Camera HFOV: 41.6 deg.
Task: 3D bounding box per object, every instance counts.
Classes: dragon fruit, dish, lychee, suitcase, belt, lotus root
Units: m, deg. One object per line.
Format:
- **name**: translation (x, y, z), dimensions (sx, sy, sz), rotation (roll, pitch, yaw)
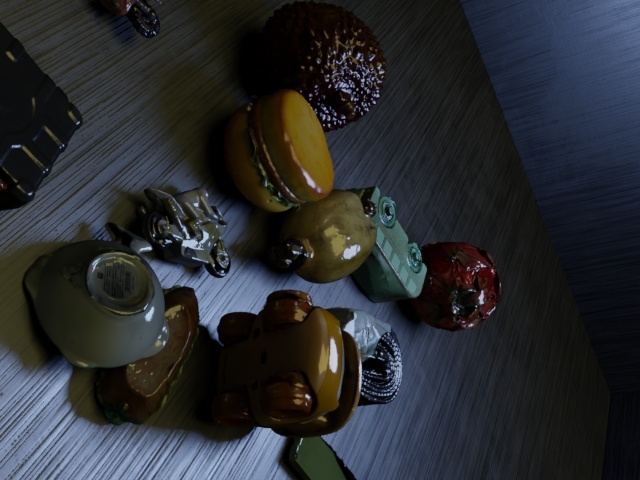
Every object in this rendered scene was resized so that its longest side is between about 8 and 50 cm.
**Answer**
- **dragon fruit**: translation (0.338, 0.110, 2.131), dimensions (0.299, 0.244, 0.244), rotation (-147, -144, -77)
- **dish**: translation (-0.295, 0.064, 1.204), dimensions (0.224, 0.078, 0.246), rotation (30, 46, -21)
- **lychee**: translation (0.000, -0.364, 1.756), dimensions (0.276, 0.276, 0.304), rotation (23, 29, -54)
- **suitcase**: translation (-0.456, -0.201, 1.118), dimensions (0.285, 0.066, 0.206), rotation (54, 36, -34)
- **belt**: translation (0.068, 0.239, 1.725), dimensions (0.289, 0.164, 0.184), rotation (30, 62, -51)
- **lotus root**: translation (0.000, 0.000, 1.707), dimensions (0.310, 0.183, 0.182), rotation (-32, 106, -55)

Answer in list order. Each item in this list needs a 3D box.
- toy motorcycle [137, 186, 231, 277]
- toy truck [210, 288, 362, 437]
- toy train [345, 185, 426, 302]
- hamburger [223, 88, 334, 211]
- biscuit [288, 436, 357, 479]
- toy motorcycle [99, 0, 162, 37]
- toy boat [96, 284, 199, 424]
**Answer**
- **toy motorcycle**: translation (-0.223, -0.030, 1.436), dimensions (0.225, 0.073, 0.152), rotation (31, 51, -52)
- **toy truck**: translation (-0.062, 0.220, 1.428), dimensions (0.212, 0.288, 0.204), rotation (24, 56, -40)
- **toy train**: translation (0.137, 0.025, 1.966), dimensions (0.326, 0.129, 0.159), rotation (56, 42, -32)
- **hamburger**: translation (-0.089, -0.164, 1.620), dimensions (0.246, 0.170, 0.246), rotation (-18, 90, -72)
- **biscuit**: translation (0.029, 0.492, 1.681), dimensions (0.322, 0.038, 0.099), rotation (57, 38, -31)
- **toy motorcycle**: translation (-0.326, -0.448, 1.425), dimensions (0.118, 0.084, 0.212), rotation (14, 59, -56)
- **toy boat**: translation (-0.245, 0.152, 1.307), dimensions (0.108, 0.099, 0.293), rotation (36, 43, -12)
